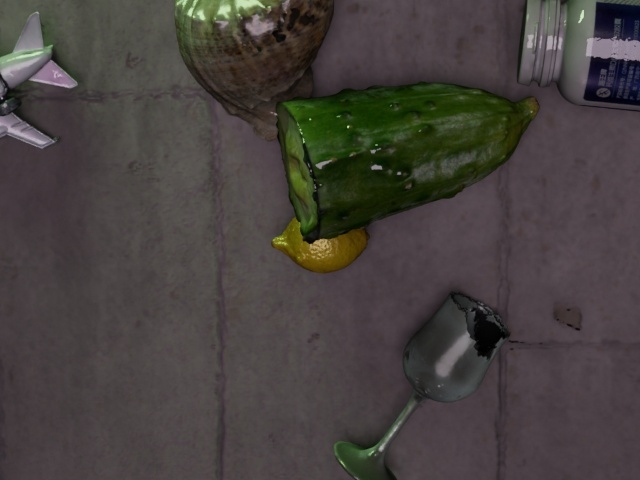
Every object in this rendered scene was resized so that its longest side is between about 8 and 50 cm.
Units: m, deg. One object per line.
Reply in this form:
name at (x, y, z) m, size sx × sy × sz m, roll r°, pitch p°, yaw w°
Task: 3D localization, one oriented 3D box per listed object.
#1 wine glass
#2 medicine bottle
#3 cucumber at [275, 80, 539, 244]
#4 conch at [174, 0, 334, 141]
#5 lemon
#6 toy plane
wine glass at (0.097, 0.143, 1.318) m, size 0.079 × 0.079 × 0.195 m, roll 34°, pitch 105°, yaw -2°
medicine bottle at (0.272, -0.167, 1.218) m, size 0.191 × 0.107 × 0.107 m, roll 6°, pitch 103°, yaw 5°
cucumber at (0.084, -0.086, 1.247) m, size 0.244 × 0.134 × 0.134 m, roll -16°, pitch 100°, yaw -9°
conch at (-0.061, -0.188, 1.269) m, size 0.155 × 0.130 × 0.207 m, roll 19°, pitch 132°, yaw 35°
lemon at (0.000, 0.000, 1.304) m, size 0.092 × 0.065 × 0.065 m, roll -6°, pitch 101°, yaw -2°
toy plane at (-0.321, -0.146, 1.311) m, size 0.171 × 0.065 × 0.162 m, roll -25°, pitch 109°, yaw 6°
